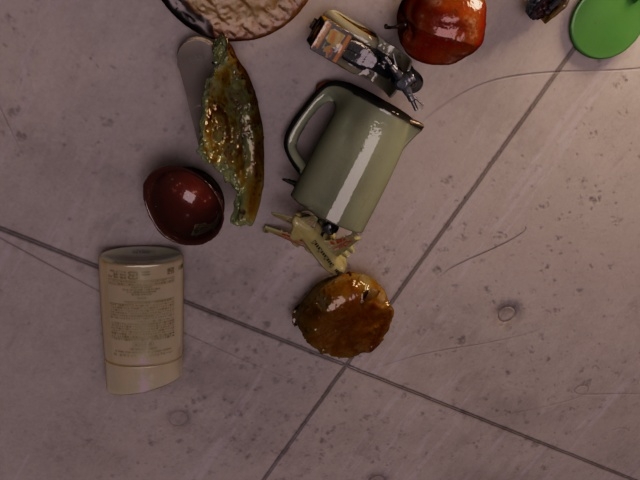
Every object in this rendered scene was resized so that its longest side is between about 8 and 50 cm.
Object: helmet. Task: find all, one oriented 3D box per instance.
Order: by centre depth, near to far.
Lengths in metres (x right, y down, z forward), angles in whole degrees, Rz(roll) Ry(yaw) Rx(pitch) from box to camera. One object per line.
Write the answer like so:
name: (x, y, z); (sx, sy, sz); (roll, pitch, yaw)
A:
helmet: (-0.262, -0.088, 1.539); (0.175, 0.106, 0.155); (42, 116, -16)

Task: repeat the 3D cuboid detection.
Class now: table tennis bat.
table tennis bat: (0.618, -0.482, 1.573); (0.160, 0.039, 0.257); (35, 111, -26)

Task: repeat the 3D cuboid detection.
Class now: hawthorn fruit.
hawthorn fruit: (0.206, -0.404, 1.446); (0.193, 0.157, 0.157); (-6, 120, -16)

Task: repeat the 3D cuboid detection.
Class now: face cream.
face cream: (-0.381, 0.180, 1.671); (0.173, 0.081, 0.349); (-2, 119, -12)

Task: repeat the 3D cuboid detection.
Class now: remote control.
remote control: (-0.217, -0.271, 1.483); (0.077, 0.022, 0.245); (-12, 127, -5)

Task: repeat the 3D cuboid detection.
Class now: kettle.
kettle: (0.044, -0.175, 1.536); (0.240, 0.165, 0.255); (29, 103, 6)

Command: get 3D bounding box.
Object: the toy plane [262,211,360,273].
toy plane: (0.000, 0.000, 1.636); (0.244, 0.228, 0.093); (38, 63, -53)

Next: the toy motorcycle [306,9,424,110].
toy motorcycle: (0.093, -0.339, 1.457); (0.263, 0.157, 0.091); (25, 112, -22)

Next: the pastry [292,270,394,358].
pastry: (0.050, 0.173, 1.760); (0.228, 0.100, 0.219); (-7, 124, -15)

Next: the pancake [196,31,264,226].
pancake: (-0.162, -0.200, 1.457); (0.054, 0.197, 0.377); (6, 121, 30)

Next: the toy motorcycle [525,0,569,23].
toy motorcycle: (0.502, -0.504, 1.491); (0.229, 0.094, 0.129); (-44, 155, 29)

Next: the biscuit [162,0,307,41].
biscuit: (-0.151, -0.511, 1.371); (0.317, 0.040, 0.318); (-6, 121, -10)
